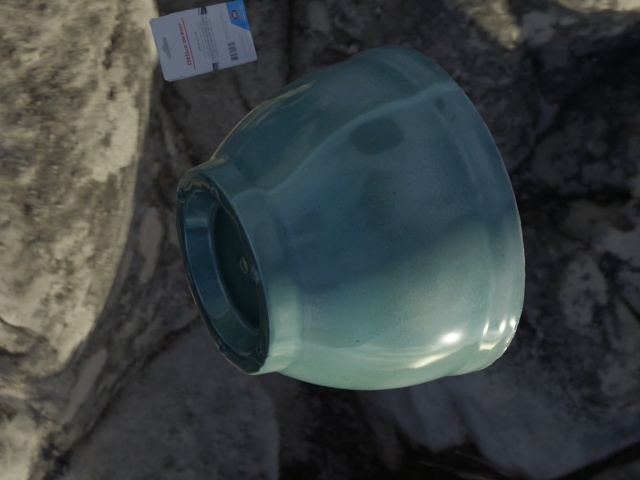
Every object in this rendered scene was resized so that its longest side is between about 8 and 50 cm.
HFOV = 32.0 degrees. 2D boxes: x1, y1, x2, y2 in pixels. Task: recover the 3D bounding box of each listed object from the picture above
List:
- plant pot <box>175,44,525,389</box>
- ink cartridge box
[{"bbox_3d":[0.000,0.000,0.928,0.196,0.293,0.293,-17,106,-25],"label":"plant pot"},{"bbox_3d":[-0.093,-0.148,0.838,0.083,0.028,0.048,-20,100,-35],"label":"ink cartridge box"}]
